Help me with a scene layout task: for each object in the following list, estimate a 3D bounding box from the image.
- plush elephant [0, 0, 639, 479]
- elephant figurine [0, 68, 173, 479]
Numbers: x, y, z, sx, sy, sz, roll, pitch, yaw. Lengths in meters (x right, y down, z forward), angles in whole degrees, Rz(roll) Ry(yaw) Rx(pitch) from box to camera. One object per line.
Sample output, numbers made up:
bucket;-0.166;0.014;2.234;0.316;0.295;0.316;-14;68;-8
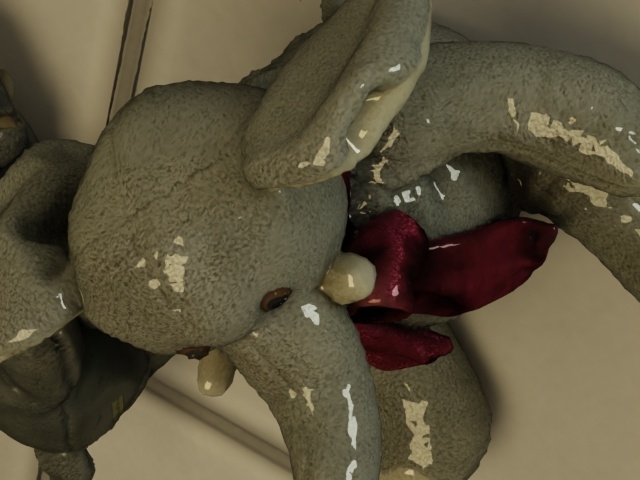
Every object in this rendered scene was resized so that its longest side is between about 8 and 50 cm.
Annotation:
plush elephant;0.000;0.000;0.776;0.272;0.255;0.330;-28;99;39
elephant figurine;-0.184;-0.010;0.975;0.239;0.186;0.169;38;174;21
